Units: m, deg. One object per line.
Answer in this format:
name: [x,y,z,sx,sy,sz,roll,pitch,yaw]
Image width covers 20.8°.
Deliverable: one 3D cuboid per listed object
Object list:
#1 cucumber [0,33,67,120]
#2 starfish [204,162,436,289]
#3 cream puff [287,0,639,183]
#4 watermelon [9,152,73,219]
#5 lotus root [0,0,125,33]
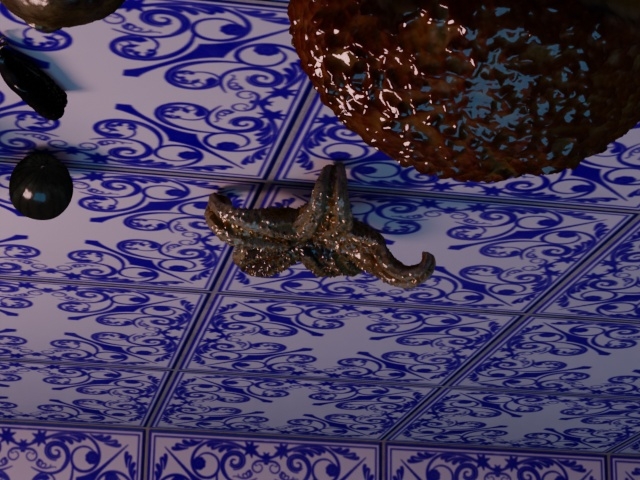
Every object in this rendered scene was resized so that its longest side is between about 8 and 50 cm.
cucumber: [-0.316,-0.172,1.859,0.043,0.039,0.163,-25,158,9]
starfish: [0.003,-0.002,2.253,0.312,0.113,0.303,2,161,28]
cream puff: [0.133,-0.161,1.453,0.351,0.228,0.350,12,-172,-2]
watermelon: [-0.340,-0.065,2.120,0.078,0.078,0.110,3,161,-7]
lotus root: [-0.228,-0.243,1.507,0.138,0.138,0.214,9,161,-22]
